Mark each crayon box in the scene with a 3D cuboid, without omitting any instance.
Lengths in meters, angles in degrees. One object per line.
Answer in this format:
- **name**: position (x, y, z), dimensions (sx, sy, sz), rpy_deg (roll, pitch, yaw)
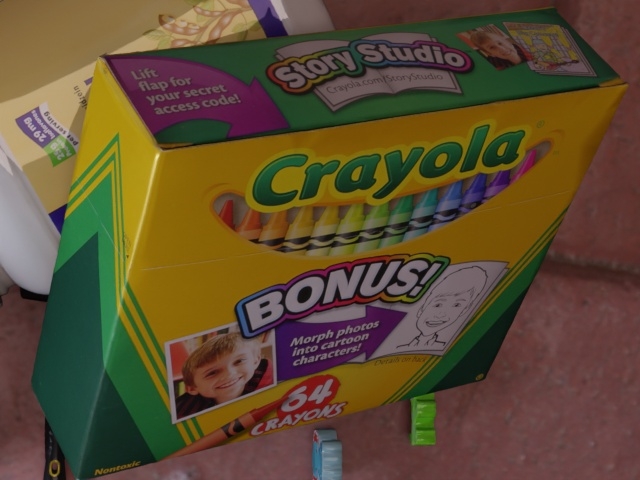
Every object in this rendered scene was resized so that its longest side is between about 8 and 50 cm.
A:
- **crayon box**: position (0.000, 0.000, 1.160), dimensions (0.362, 0.106, 0.313), rpy_deg (-11, 140, -30)

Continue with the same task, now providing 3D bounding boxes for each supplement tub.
- **supplement tub**: position (-0.167, -0.109, 1.198), dimensions (0.331, 0.241, 0.241), rpy_deg (-31, 99, -6)

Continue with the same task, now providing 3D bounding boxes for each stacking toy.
- **stacking toy**: position (0.006, 0.219, 1.353), dimensions (0.166, 0.052, 0.221), rpy_deg (2, 92, -12)

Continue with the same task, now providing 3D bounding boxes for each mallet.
- **mallet**: position (-0.202, 0.102, 1.314), dimensions (0.062, 0.039, 0.190), rpy_deg (-6, 99, -6)
